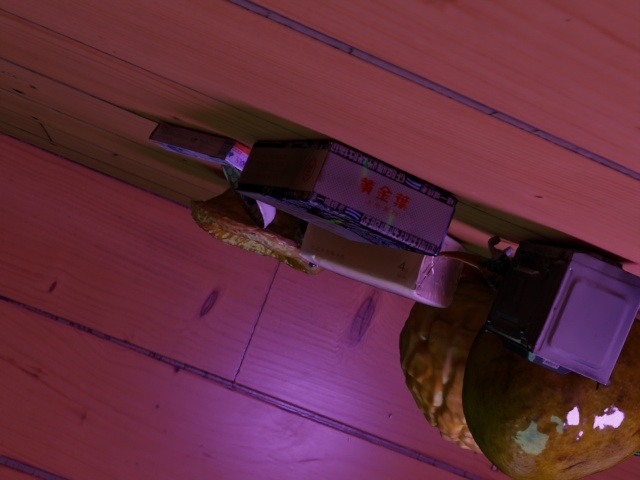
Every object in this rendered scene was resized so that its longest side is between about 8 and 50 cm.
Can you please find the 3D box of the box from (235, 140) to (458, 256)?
[{"bbox_3d":[0.027,-0.062,1.535,0.198,0.084,0.310,23,176,-22],"label":"box"}]

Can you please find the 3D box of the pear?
[{"bbox_3d":[0.408,0.245,1.908,0.352,0.352,0.413,20,165,11],"label":"pear"}]

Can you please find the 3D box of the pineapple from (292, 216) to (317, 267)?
[{"bbox_3d":[0.000,0.000,2.083,0.108,0.108,0.197,21,159,6],"label":"pineapple"}]

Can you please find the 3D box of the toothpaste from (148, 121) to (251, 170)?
[{"bbox_3d":[-0.194,-0.152,1.788,0.196,0.040,0.047,17,170,42],"label":"toothpaste"}]

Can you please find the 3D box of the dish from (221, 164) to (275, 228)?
[{"bbox_3d":[-0.098,-0.099,1.852,0.141,0.078,0.141,53,166,20],"label":"dish"}]

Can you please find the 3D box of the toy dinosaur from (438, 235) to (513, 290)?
[{"bbox_3d":[0.267,0.047,1.631,0.187,0.044,0.106,-3,-130,-26],"label":"toy dinosaur"}]

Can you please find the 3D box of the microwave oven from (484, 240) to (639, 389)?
[{"bbox_3d":[0.316,0.088,1.501,0.129,0.163,0.205,24,179,-9],"label":"microwave oven"}]

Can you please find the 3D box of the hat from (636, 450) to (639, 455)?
[{"bbox_3d":[0.669,0.305,2.117,0.274,0.242,0.332,-9,-172,-27],"label":"hat"}]

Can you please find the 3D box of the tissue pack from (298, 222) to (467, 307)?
[{"bbox_3d":[0.105,0.018,1.886,0.234,0.125,0.159,18,176,31],"label":"tissue pack"}]

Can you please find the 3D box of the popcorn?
[{"bbox_3d":[0.329,0.259,2.301,0.354,0.344,0.390,19,-164,-3],"label":"popcorn"}]

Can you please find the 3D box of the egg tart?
[{"bbox_3d":[-0.116,-0.038,2.299,0.319,0.128,0.319,22,174,2],"label":"egg tart"}]
